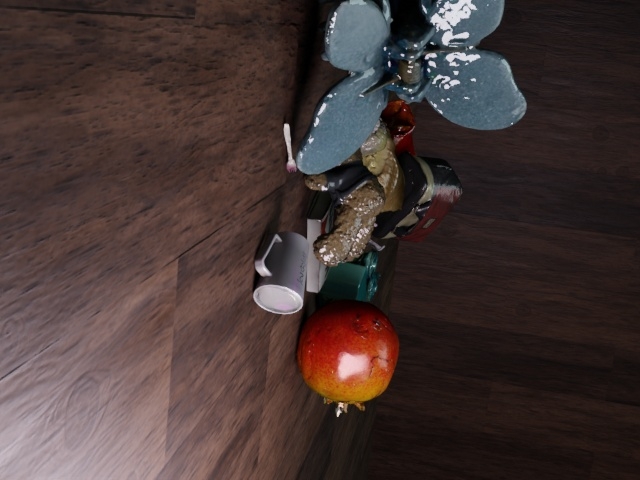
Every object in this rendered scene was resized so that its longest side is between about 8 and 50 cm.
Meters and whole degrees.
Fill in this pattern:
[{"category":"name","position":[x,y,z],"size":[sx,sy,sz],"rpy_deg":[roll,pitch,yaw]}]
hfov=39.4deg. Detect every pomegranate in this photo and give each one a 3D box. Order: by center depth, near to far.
[{"category":"pomegranate","position":[0.055,0.231,1.775],"size":[0.210,0.210,0.235],"rpy_deg":[-65,161,-61]}]

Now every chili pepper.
[{"category":"chili pepper","position":[0.198,-0.235,2.447],"size":[0.338,0.131,0.134],"rpy_deg":[75,-2,-60]}]

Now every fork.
[{"category":"fork","position":[-0.049,-0.141,1.399],"size":[0.115,0.016,0.012],"rpy_deg":[86,-7,-53]}]

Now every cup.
[{"category":"cup","position":[-0.063,0.040,1.347],"size":[0.104,0.074,0.116],"rpy_deg":[48,40,-40]}]

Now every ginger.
[{"category":"ginger","position":[0.138,-0.169,2.170],"size":[0.275,0.130,0.221],"rpy_deg":[-71,159,-71]}]

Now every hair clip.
[{"category":"hair clip","position":[0.110,-0.325,1.412],"size":[0.318,0.392,0.238],"rpy_deg":[84,-12,-50]}]

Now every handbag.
[{"category":"handbag","position":[0.235,-0.105,2.370],"size":[0.254,0.181,0.181],"rpy_deg":[-50,-129,36]}]

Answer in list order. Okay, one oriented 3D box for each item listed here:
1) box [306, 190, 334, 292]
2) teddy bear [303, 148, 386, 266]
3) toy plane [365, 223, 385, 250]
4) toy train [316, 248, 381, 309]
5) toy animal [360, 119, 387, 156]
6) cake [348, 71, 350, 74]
[{"category":"box","position":[0.000,0.000,1.755],"size":[0.115,0.036,0.177],"rpy_deg":[-67,164,-52]},{"category":"teddy bear","position":[0.054,-0.081,1.627],"size":[0.182,0.129,0.251],"rpy_deg":[8,73,-69]},{"category":"toy plane","position":[0.075,-0.033,2.004],"size":[0.066,0.162,0.171],"rpy_deg":[-30,170,-33]},{"category":"toy train","position":[0.059,0.104,1.980],"size":[0.203,0.112,0.163],"rpy_deg":[83,23,-51]},{"category":"toy animal","position":[0.108,-0.240,2.000],"size":[0.137,0.098,0.098],"rpy_deg":[-32,131,-61]},{"category":"cake","position":[0.076,-0.409,1.872],"size":[0.121,0.065,0.052],"rpy_deg":[-60,-177,32]}]
